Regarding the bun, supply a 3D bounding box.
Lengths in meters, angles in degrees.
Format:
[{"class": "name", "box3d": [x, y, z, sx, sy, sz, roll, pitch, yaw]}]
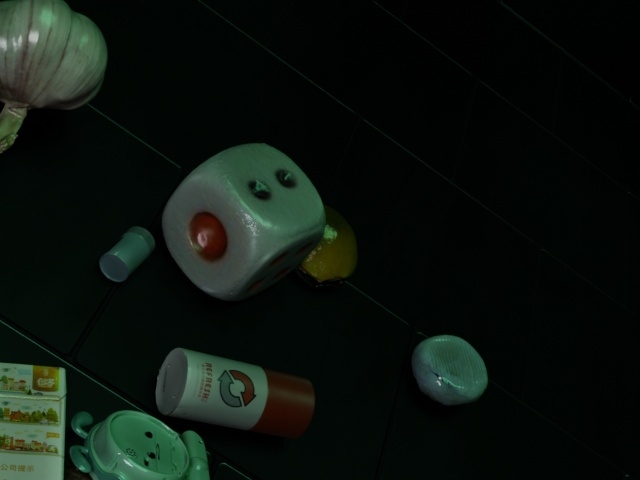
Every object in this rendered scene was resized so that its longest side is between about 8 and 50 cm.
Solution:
[{"class": "bun", "box3d": [0.219, 0.232, 1.847, 0.141, 0.083, 0.140, 18, 39, -15]}]

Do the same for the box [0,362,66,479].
[{"class": "box", "box3d": [-0.374, 0.244, 1.303, 0.122, 0.032, 0.220, 7, 42, -19]}]

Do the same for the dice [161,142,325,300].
[{"class": "dice", "box3d": [-0.122, -0.029, 1.706, 0.194, 0.193, 0.192, 51, 39, 14]}]

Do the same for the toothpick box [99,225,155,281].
[{"class": "toothpick box", "box3d": [-0.292, 0.020, 1.617, 0.052, 0.052, 0.083, 40, 37, -3]}]

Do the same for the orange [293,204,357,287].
[{"class": "orange", "box3d": [0.000, 0.000, 1.865, 0.170, 0.112, 0.160, 39, 34, -24]}]

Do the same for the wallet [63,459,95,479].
[{"class": "wallet", "box3d": [-0.250, 0.377, 1.312, 0.243, 0.039, 0.133, 33, 43, -13]}]

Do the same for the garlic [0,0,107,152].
[{"class": "garlic", "box3d": [-0.452, -0.239, 1.617, 0.245, 0.245, 0.253, 18, 66, -29]}]

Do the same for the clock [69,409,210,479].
[{"class": "clock", "box3d": [-0.233, 0.281, 1.366, 0.189, 0.060, 0.148, 26, 21, -25]}]

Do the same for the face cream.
[{"class": "face cream", "box3d": [-0.120, 0.222, 1.534, 0.214, 0.096, 0.095, 17, 43, -30]}]
